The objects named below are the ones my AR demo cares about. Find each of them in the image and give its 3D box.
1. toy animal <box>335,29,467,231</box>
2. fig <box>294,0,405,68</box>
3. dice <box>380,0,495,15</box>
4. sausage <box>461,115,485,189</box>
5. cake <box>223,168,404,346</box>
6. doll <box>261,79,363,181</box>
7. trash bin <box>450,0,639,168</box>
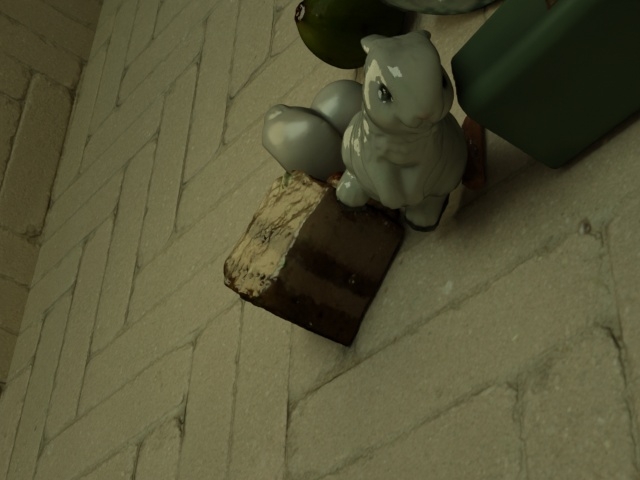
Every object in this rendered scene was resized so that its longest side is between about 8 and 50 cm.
[{"bbox_3d":[0.124,-0.177,1.649,0.357,0.193,0.258,89,-170,-59],"label":"toy animal"},{"bbox_3d":[0.045,-0.434,2.175,0.203,0.225,0.203,-5,83,49],"label":"fig"},{"bbox_3d":[0.207,-0.605,1.945,0.348,0.330,0.328,-19,48,54],"label":"dice"},{"bbox_3d":[0.238,-0.143,1.779,0.042,0.036,0.158,-12,50,23],"label":"sausage"},{"bbox_3d":[0.000,0.000,1.877,0.293,0.198,0.196,-61,25,-2],"label":"cake"},{"bbox_3d":[0.018,-0.193,2.038,0.221,0.221,0.251,-57,-5,7],"label":"doll"},{"bbox_3d":[0.360,-0.269,1.501,0.343,0.222,0.158,-43,33,33],"label":"trash bin"}]
